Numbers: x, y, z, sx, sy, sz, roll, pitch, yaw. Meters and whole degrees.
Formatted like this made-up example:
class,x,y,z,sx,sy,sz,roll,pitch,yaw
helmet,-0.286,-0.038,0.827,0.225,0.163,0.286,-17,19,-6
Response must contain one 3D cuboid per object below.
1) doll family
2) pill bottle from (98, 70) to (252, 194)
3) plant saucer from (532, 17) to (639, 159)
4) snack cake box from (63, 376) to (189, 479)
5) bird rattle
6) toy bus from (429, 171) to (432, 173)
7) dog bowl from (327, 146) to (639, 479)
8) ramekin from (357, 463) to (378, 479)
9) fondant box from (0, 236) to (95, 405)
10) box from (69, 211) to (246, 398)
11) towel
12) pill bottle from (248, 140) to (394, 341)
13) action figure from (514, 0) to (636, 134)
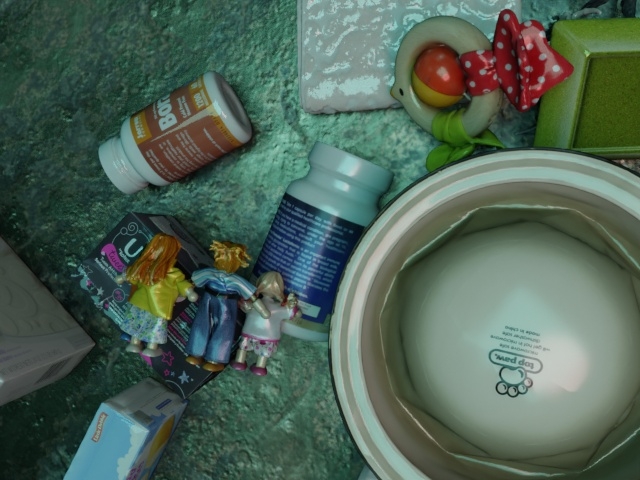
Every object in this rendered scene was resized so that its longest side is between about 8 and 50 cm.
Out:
class,x,y,z,sx,sy,sz,roll,pitch,yaw
doll family,-0.158,0.075,0.809,0.263,0.118,0.163,13,91,7
pill bottle,-0.225,-0.159,0.969,0.216,0.121,0.121,-27,88,11
plant saucer,0.376,-0.177,0.786,0.188,0.045,0.188,-2,122,0
snack cake box,-0.329,0.366,1.002,0.089,0.152,0.264,29,98,8
bird rattle,0.175,-0.195,0.806,0.143,0.253,0.207,-37,69,-24
toy bus,0.185,0.024,0.907,0.191,0.104,0.202,-41,69,2
dog bowl,0.222,0.111,0.694,0.408,0.150,0.407,-1,86,15
ramekin,0.118,0.411,0.872,0.127,0.273,0.272,8,95,23
fondant box,-0.548,0.097,0.985,0.330,0.238,0.096,45,100,5
box,-0.217,0.088,0.960,0.142,0.163,0.247,-44,85,6
towel,0.127,-0.355,0.927,0.332,0.053,0.316,-2,93,12
pill bottle,0.000,0.000,0.919,0.153,0.153,0.264,24,98,9
action figure,0.360,-0.257,0.837,0.164,0.141,0.275,21,93,-23
